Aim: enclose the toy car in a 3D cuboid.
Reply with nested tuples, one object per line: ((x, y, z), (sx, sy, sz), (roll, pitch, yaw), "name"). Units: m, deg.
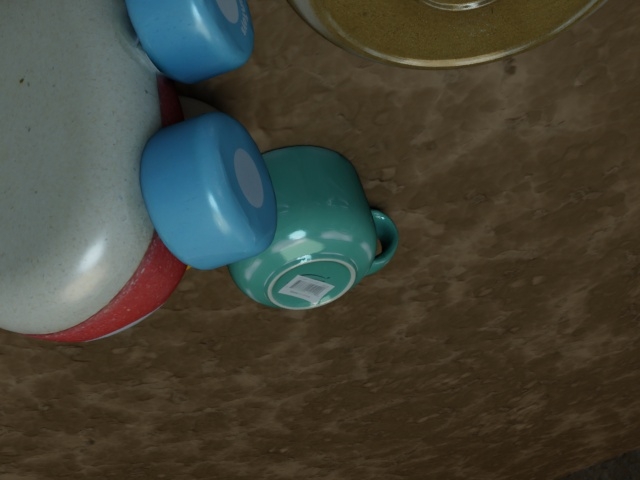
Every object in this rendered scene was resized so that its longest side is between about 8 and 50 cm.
((-0.109, -0.029, 0.459), (0.219, 0.210, 0.238), (-16, 159, 18), "toy car")

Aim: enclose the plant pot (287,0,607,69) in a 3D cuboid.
((0.085, -0.169, 0.414), (0.237, 0.032, 0.236), (-3, 157, -1), "plant pot")

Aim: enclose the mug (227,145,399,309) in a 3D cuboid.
((-0.005, -0.004, 0.604), (0.158, 0.097, 0.129), (-13, 145, -4), "mug")
